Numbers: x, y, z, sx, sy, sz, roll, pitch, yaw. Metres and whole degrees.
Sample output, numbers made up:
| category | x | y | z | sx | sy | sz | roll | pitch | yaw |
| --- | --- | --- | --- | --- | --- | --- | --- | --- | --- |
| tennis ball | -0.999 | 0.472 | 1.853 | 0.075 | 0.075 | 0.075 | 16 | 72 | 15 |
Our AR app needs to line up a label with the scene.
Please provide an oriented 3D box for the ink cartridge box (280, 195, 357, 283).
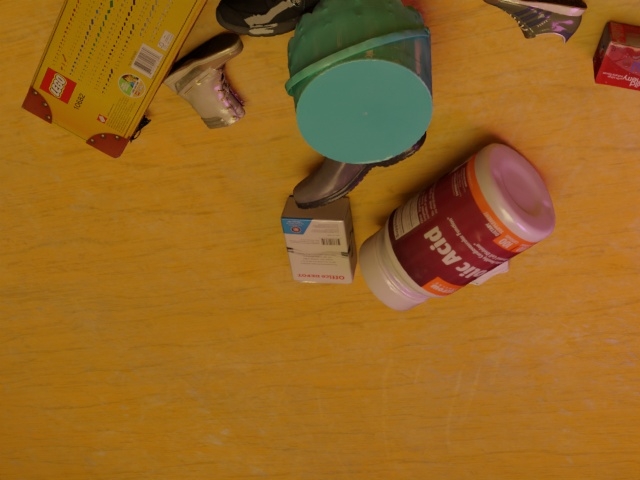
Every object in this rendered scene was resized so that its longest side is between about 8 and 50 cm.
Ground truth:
| category | x | y | z | sx | sy | sz | roll | pitch | yaw |
| --- | --- | --- | --- | --- | --- | --- | --- | --- | --- |
| ink cartridge box | 0.000 | 0.000 | 2.071 | 0.148 | 0.086 | 0.203 | 2 | 134 | 12 |

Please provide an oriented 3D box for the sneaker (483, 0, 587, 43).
| category | x | y | z | sx | sy | sz | roll | pitch | yaw |
| --- | --- | --- | --- | --- | --- | --- | --- | --- | --- |
| sneaker | 0.376 | -0.404 | 1.606 | 0.192 | 0.064 | 0.086 | 11 | 130 | -1 |

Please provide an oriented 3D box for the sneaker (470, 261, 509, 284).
| category | x | y | z | sx | sy | sz | roll | pitch | yaw |
| --- | --- | --- | --- | --- | --- | --- | --- | --- | --- |
| sneaker | 0.336 | 0.076 | 2.075 | 0.212 | 0.080 | 0.094 | -13 | 140 | 23 |

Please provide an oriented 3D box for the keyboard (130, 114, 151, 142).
| category | x | y | z | sx | sy | sz | roll | pitch | yaw |
| --- | --- | --- | --- | --- | --- | --- | --- | --- | --- |
| keyboard | -0.431 | -0.268 | 1.970 | 0.100 | 0.038 | 0.192 | 49 | 130 | 0 |

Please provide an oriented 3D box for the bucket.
| category | x | y | z | sx | sy | sz | roll | pitch | yaw |
| --- | --- | --- | --- | --- | --- | --- | --- | --- | --- |
| bucket | 0.072 | -0.284 | 1.587 | 0.281 | 0.183 | 0.281 | -2 | 139 | -2 |

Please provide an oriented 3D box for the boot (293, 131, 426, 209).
| category | x | y | z | sx | sy | sz | roll | pitch | yaw |
| --- | --- | --- | --- | --- | --- | --- | --- | --- | --- |
| boot | 0.030 | -0.223 | 1.850 | 0.338 | 0.118 | 0.222 | -32 | 117 | 23 |

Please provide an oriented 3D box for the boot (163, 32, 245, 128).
| category | x | y | z | sx | sy | sz | roll | pitch | yaw |
| --- | --- | --- | --- | --- | --- | --- | --- | --- | --- |
| boot | -0.202 | -0.322 | 1.823 | 0.213 | 0.077 | 0.165 | -20 | 125 | 36 |

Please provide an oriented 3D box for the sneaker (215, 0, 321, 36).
| category | x | y | z | sx | sy | sz | roll | pitch | yaw |
| --- | --- | --- | --- | --- | --- | --- | --- | --- | --- |
| sneaker | -0.032 | -0.465 | 1.624 | 0.341 | 0.125 | 0.139 | -8 | 128 | 7 |

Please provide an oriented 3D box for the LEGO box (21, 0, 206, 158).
| category | x | y | z | sx | sy | sz | roll | pitch | yaw |
| --- | --- | --- | --- | --- | --- | --- | --- | --- | --- |
| LEGO box | -0.284 | -0.446 | 1.518 | 0.193 | 0.372 | 0.500 | 29 | 132 | -13 |

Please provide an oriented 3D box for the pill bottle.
| category | x | y | z | sx | sy | sz | roll | pitch | yaw |
| --- | --- | --- | --- | --- | --- | --- | --- | --- | --- |
| pill bottle | 0.278 | -0.015 | 1.892 | 0.224 | 0.224 | 0.392 | 37 | 130 | -21 |

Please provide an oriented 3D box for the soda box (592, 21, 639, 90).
| category | x | y | z | sx | sy | sz | roll | pitch | yaw |
| --- | --- | --- | --- | --- | --- | --- | --- | --- | --- |
| soda box | 0.637 | -0.319 | 1.612 | 0.263 | 0.083 | 0.092 | 12 | 134 | 3 |
